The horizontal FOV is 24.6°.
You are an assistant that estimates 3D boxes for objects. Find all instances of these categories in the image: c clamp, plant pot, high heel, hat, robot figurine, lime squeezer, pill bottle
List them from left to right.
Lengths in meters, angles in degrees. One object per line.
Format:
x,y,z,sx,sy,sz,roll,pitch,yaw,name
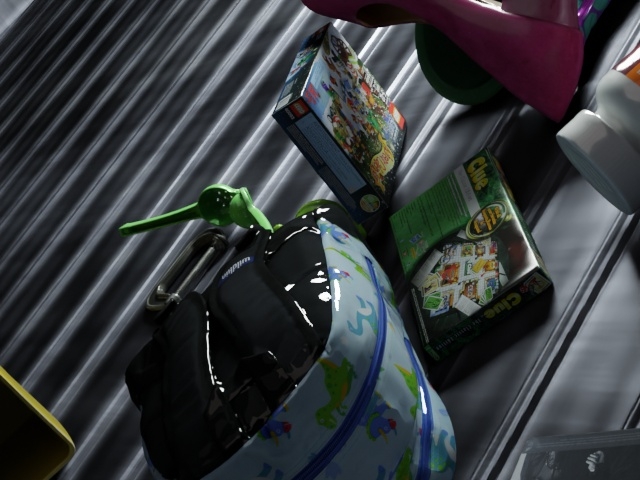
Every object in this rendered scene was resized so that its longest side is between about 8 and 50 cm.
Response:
-0.445,0.230,1.787,0.212,0.212,0.187,-43,13,-1,plant pot
-0.167,0.043,1.873,0.137,0.022,0.161,-13,38,57,c clamp
-0.125,-0.035,1.849,0.110,0.059,0.310,-18,16,-40,lime squeezer
0.000,0.000,1.642,0.101,0.067,0.115,-5,37,10,robot figurine
0.119,-0.225,1.643,0.377,0.127,0.181,4,89,43,high heel
0.241,-0.264,1.747,0.173,0.183,0.208,56,132,27,hat
0.327,-0.133,1.321,0.221,0.121,0.121,-42,26,1,pill bottle

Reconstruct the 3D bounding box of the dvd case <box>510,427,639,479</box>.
0.185,0.238,1.059,0.179,0.029,0.239,-13,39,46,dvd case

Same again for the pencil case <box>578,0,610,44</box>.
0.301,-0.281,1.651,0.152,0.064,0.070,-55,15,-23,pencil case

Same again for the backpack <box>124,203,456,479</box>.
-0.027,0.142,1.295,0.290,0.273,0.355,-40,4,1,backpack

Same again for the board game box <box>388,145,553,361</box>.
0.144,0.007,1.474,0.136,0.030,0.260,-38,26,15,board game box

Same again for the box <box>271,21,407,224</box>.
0.027,-0.139,1.675,0.044,0.159,0.233,-32,19,23,box
